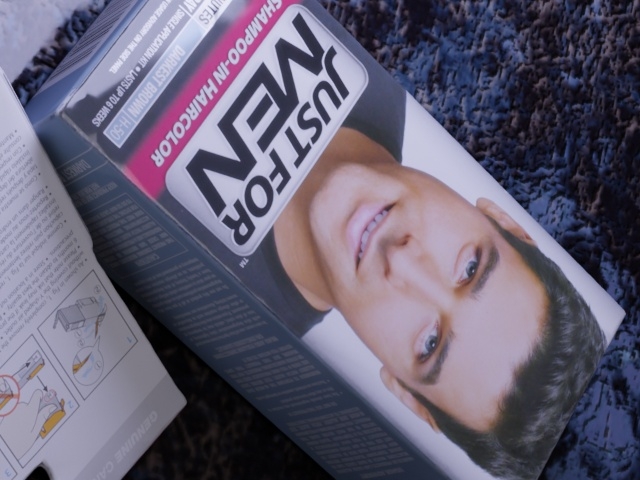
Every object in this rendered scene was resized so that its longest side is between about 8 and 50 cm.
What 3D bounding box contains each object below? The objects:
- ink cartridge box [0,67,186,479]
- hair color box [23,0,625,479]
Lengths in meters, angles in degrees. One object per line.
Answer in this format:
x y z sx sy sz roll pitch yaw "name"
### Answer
-0.230 0.090 0.976 0.296 0.066 0.261 -49 130 -32 "ink cartridge box"
0.000 0.000 1.121 0.374 0.113 0.185 44 58 -18 "hair color box"
